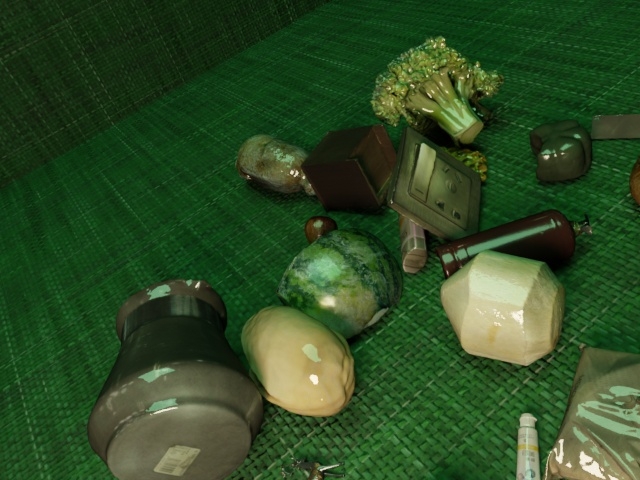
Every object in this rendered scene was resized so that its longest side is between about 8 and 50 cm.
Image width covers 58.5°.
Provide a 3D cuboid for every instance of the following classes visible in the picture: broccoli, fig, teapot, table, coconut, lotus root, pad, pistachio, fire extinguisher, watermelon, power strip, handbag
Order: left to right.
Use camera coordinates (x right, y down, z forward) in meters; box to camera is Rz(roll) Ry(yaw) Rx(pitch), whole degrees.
[{"bbox_3d":[-0.298,0.291,1.128,0.376,0.306,0.361,-55,30,22],"label":"teapot"},{"bbox_3d":[-0.126,-0.233,1.741,0.350,0.175,0.175,21,55,38],"label":"lotus root"},{"bbox_3d":[-0.050,0.238,1.126,0.187,0.187,0.299,-42,32,-23],"label":"pistachio"},{"bbox_3d":[0.000,0.000,1.483,0.089,0.089,0.125,-7,63,20],"label":"fig"},{"bbox_3d":[0.064,0.086,1.298,0.305,0.180,0.224,-36,83,-22],"label":"watermelon"},{"bbox_3d":[0.093,-0.194,1.565,0.193,0.172,0.169,-1,43,41],"label":"table"},{"bbox_3d":[0.264,-0.115,1.362,0.092,0.251,0.257,-29,35,47],"label":"power strip"},{"bbox_3d":[0.337,-0.416,1.622,0.277,0.317,0.338,-53,-5,25],"label":"broccoli"},{"bbox_3d":[0.331,0.121,1.064,0.222,0.202,0.202,11,49,33],"label":"coconut"},{"bbox_3d":[0.423,0.011,1.222,0.337,0.114,0.135,-18,11,7],"label":"fire extinguisher"},{"bbox_3d":[0.461,0.275,0.881,0.183,0.117,0.270,-3,40,44],"label":"handbag"},{"bbox_3d":[0.803,-0.294,1.476,0.188,0.006,0.113,3,44,27],"label":"pad"}]

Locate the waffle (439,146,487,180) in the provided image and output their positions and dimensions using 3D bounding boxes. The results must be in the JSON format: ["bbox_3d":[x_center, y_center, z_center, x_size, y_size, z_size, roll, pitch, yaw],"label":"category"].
[{"bbox_3d":[0.334,-0.185,1.549,0.232,0.051,0.228,-2,40,24],"label":"waffle"}]

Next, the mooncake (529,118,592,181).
[{"bbox_3d":[0.589,-0.226,1.428,0.168,0.104,0.175,-33,35,-4],"label":"mooncake"}]

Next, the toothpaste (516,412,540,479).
[{"bbox_3d":[0.330,0.367,0.909,0.048,0.031,0.190,-1,45,21],"label":"toothpaste"}]

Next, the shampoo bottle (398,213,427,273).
[{"bbox_3d":[0.221,-0.026,1.386,0.056,0.086,0.227,10,42,-4],"label":"shampoo bottle"}]

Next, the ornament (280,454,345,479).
[{"bbox_3d":[-0.020,0.422,1.020,0.125,0.028,0.073,1,43,25],"label":"ornament"}]

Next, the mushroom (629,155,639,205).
[{"bbox_3d":[0.779,-0.126,1.178,0.253,0.153,0.253,-13,49,15],"label":"mushroom"}]
